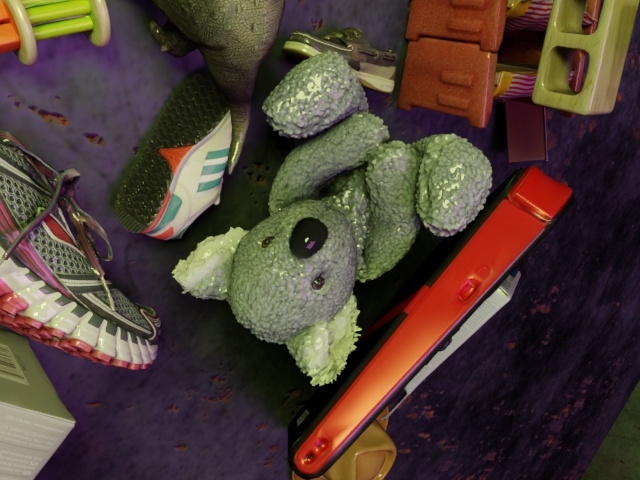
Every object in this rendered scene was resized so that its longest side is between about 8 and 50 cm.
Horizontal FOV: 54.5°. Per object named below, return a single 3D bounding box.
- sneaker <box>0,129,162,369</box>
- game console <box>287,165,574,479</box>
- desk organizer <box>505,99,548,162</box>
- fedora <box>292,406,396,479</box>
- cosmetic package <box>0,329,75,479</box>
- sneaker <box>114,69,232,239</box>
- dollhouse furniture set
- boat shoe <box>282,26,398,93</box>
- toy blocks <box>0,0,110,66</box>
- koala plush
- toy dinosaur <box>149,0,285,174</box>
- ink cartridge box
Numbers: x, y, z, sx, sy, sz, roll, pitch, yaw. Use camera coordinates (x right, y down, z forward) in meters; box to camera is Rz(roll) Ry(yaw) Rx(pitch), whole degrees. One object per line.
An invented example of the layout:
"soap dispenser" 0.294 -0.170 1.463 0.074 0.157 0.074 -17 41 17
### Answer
"sneaker" -0.199 0.002 0.433 0.112 0.121 0.299 -65 148 -24
"game console" 0.091 0.098 0.666 0.342 0.060 0.386 -49 173 -12
"desk organizer" 0.275 -0.173 0.832 0.047 0.050 0.130 -51 135 -62
"fedora" 0.050 0.302 0.882 0.194 0.079 0.194 -23 127 -33
"cosmetic package" -0.300 0.178 0.430 0.238 0.127 0.107 -54 139 -2
"sneaker" -0.105 -0.070 0.532 0.161 0.057 0.075 -58 156 -2
"dollhouse furniture set" 0.277 -0.173 0.595 0.201 0.374 0.152 -13 118 -38
"boat shoe" 0.023 -0.177 0.588 0.152 0.056 0.049 0 109 -55
"toy blocks" -0.211 -0.159 0.365 0.148 0.054 0.123 -25 131 -30
"koala plush" 0.000 0.000 0.547 0.221 0.196 0.203 -56 178 -21
"toy dinosaur" -0.076 -0.187 0.389 0.121 0.160 0.313 -10 112 -39
"ink cartridge box" 0.169 0.121 0.832 0.224 0.045 0.223 -49 167 16
